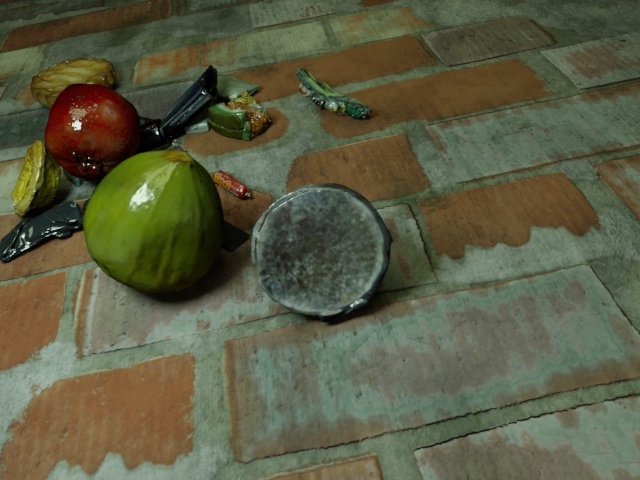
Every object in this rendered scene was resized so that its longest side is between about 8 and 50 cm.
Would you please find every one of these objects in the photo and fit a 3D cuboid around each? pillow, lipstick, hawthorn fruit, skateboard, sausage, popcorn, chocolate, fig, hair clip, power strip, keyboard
[{"bbox_3d":[-0.343,-0.558,2.158,0.229,0.050,0.148,27,47,34],"label":"pillow"},{"bbox_3d":[-0.638,-0.294,1.884,0.299,0.081,0.081,-19,42,1],"label":"lipstick"},{"bbox_3d":[-0.656,-0.338,1.732,0.265,0.265,0.307,-3,53,7],"label":"hawthorn fruit"},{"bbox_3d":[-0.480,-0.284,1.897,0.083,0.032,0.064,-35,58,-29],"label":"skateboard"},{"bbox_3d":[-0.251,-0.154,1.695,0.145,0.048,0.050,32,93,32],"label":"sausage"},{"bbox_3d":[-0.252,-0.473,2.017,0.084,0.084,0.084,-5,42,5],"label":"popcorn"},{"bbox_3d":[0.000,0.000,1.331,0.303,0.303,0.213,-8,19,3],"label":"chocolate"},{"bbox_3d":[-0.379,-0.058,1.384,0.343,0.343,0.343,-5,42,5],"label":"fig"},{"bbox_3d":[-0.809,-0.246,1.897,0.036,0.066,0.229,-3,41,-33],"label":"hair clip"},{"bbox_3d":[0.028,-0.469,1.956,0.321,0.138,0.091,42,107,41],"label":"hair clip"},{"bbox_3d":[-0.418,-0.430,2.038,0.081,0.035,0.192,-8,42,5],"label":"power strip"},{"bbox_3d":[-0.278,-0.029,1.585,0.196,0.015,0.074,28,50,34],"label":"keyboard"}]

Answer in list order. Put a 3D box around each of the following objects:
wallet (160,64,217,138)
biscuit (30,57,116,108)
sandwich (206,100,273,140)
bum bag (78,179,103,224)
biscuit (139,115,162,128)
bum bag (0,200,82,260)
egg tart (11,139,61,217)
[{"bbox_3d":[-0.439,-0.470,1.997,0.221,0.071,0.262,-39,31,21],"label":"wallet"},{"bbox_3d":[-0.946,-0.600,2.278,0.325,0.107,0.326,-3,44,3],"label":"biscuit"},{"bbox_3d":[-0.268,-0.410,1.934,0.184,0.109,0.160,25,54,32],"label":"sandwich"},{"bbox_3d":[-0.606,-0.127,1.708,0.137,0.074,0.310,-12,29,3],"label":"bum bag"},{"bbox_3d":[-0.672,-0.397,2.029,0.235,0.063,0.151,14,47,20],"label":"biscuit"},{"bbox_3d":[-0.786,-0.031,1.648,0.248,0.060,0.123,-26,45,-17],"label":"bum bag"},{"bbox_3d":[-0.829,-0.177,1.737,0.105,0.241,0.241,15,28,-35],"label":"egg tart"}]
